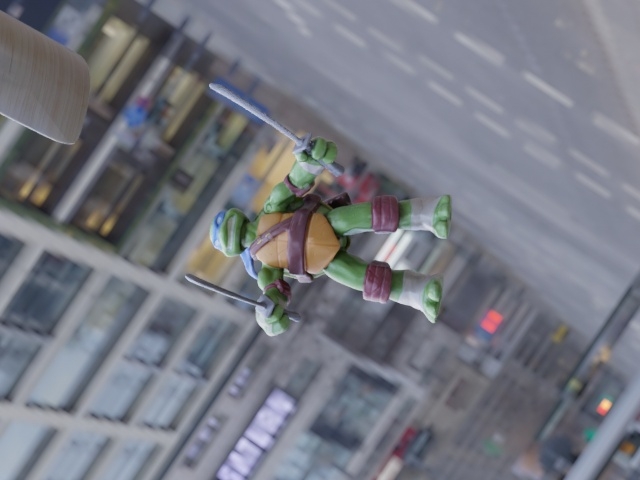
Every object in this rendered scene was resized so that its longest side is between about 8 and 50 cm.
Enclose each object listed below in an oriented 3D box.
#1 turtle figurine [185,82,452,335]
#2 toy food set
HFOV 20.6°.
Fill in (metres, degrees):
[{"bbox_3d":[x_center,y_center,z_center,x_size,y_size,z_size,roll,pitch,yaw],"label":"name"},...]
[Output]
[{"bbox_3d":[0.000,0.000,1.874,0.266,0.198,0.275,7,149,7],"label":"turtle figurine"},{"bbox_3d":[-0.312,-0.135,1.138,0.219,0.092,0.306,28,171,-39],"label":"toy food set"}]
